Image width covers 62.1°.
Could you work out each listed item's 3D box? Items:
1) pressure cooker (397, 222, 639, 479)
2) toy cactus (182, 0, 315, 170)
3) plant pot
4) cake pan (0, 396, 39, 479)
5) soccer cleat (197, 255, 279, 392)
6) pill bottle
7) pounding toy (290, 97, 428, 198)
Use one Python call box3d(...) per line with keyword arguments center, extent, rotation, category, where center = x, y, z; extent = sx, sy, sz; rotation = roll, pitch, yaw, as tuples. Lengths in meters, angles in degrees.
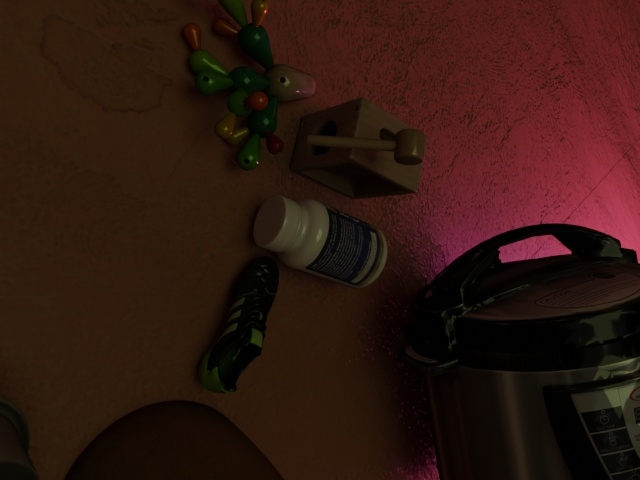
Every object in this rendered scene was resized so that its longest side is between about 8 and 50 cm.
box3d(center=(0.327, 0.187, 0.796), extent=(0.370, 0.376, 0.419), rotation=(-24, 105, -62), category="pressure cooker")
box3d(center=(-0.072, -0.202, 0.654), extent=(0.181, 0.112, 0.218), rotation=(-15, 90, -48), category="toy cactus")
box3d(center=(-0.107, 0.302, 0.513), extent=(0.237, 0.255, 0.236), rotation=(1, 89, -38), category="plant pot")
box3d(center=(-0.322, 0.234, 0.352), extent=(0.293, 0.054, 0.293), rotation=(-46, 159, -23), category="cake pan")
box3d(center=(-0.086, 0.101, 0.645), extent=(0.060, 0.072, 0.178), rotation=(36, 68, -33), category="soccer cleat")
box3d(center=(0.000, 0.000, 0.701), extent=(0.170, 0.094, 0.094), rotation=(21, 76, -37), category="pill bottle")
box3d(center=(0.057, -0.131, 0.677), extent=(0.181, 0.206, 0.094), rotation=(21, 77, -36), category="pounding toy")
